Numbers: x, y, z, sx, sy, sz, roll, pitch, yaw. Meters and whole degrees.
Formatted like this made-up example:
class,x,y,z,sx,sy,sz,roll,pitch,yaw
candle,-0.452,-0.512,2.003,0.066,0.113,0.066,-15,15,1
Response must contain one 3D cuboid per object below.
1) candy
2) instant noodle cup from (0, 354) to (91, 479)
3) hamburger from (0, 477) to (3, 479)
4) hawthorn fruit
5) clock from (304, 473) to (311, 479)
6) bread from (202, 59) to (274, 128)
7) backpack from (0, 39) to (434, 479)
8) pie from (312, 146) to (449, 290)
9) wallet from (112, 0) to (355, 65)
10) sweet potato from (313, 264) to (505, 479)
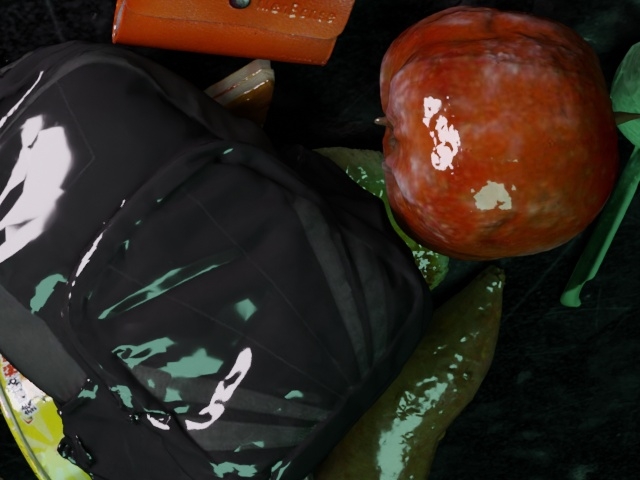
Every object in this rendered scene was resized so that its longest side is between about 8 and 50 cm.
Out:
class,x,y,z,sx,sy,sz,roll,pitch,yaw
candy,0.306,-0.055,1.886,0.119,0.119,0.440,1,147,-11
instant noodle cup,-0.194,0.134,1.888,0.200,0.264,0.264,-26,138,7
hamburger,-0.476,0.332,2.009,0.250,0.330,0.330,-26,137,17
hawthorn fruit,0.186,-0.100,1.683,0.272,0.242,0.242,-4,140,0
clock,-0.126,0.255,2.107,0.244,0.056,0.244,9,126,13
bread,-0.078,-0.123,1.757,0.109,0.043,0.062,-26,135,18
backpack,-0.148,0.021,1.668,0.446,0.255,0.363,44,81,-9
pie,0.000,0.000,1.900,0.277,0.078,0.277,-4,134,-5
wallet,-0.073,-0.216,1.648,0.204,0.045,0.142,5,138,-17
sweet potato,0.104,0.160,2.064,0.131,0.131,0.336,16,110,-27
